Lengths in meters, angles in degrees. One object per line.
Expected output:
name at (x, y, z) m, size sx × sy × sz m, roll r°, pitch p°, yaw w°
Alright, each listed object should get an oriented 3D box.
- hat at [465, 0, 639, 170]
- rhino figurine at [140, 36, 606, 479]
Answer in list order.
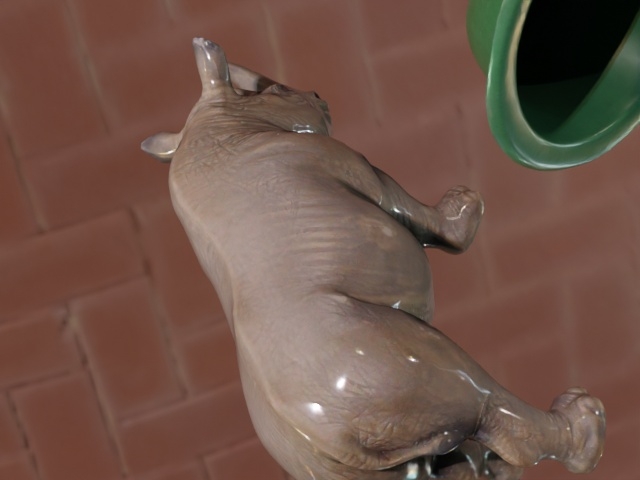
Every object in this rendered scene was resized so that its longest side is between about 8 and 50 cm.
hat at (0.103, -0.150, 1.031) m, size 0.173 × 0.183 × 0.208 m, roll -29°, pitch 136°, yaw -26°
rhino figurine at (0.000, 0.000, 0.621) m, size 0.106 × 0.243 × 0.073 m, roll 6°, pitch 126°, yaw -29°
